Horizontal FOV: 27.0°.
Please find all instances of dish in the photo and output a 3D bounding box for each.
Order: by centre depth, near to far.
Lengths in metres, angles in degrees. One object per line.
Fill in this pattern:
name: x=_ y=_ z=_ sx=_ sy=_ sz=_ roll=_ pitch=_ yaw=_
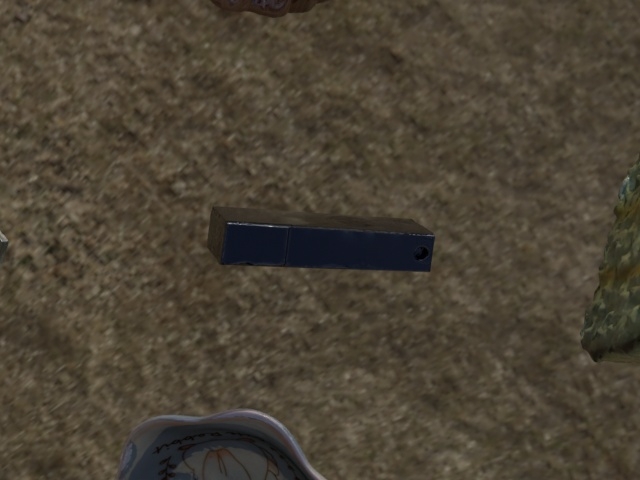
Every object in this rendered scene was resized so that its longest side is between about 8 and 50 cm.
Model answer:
dish: x=-0.073 y=0.232 z=1.177 sx=0.229 sy=0.229 sz=0.081 roll=49 pitch=24 yaw=-5

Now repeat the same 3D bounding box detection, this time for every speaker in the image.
speaker: x=0.000 y=0.000 z=1.352 sx=0.218 sy=0.082 sz=0.044 roll=3 pitch=102 yaw=-15

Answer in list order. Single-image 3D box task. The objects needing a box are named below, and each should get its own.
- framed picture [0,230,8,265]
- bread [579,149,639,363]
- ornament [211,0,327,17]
framed picture: x=-0.463 y=0.036 z=1.688 sx=0.015 sy=0.203 sz=0.150 roll=-10 pitch=44 yaw=-47
bread: x=0.440 y=-0.026 z=1.259 sx=0.264 sy=0.239 sz=0.395 roll=23 pitch=83 yaw=-12
ornament: x=-0.052 y=-0.422 z=1.667 sx=0.221 sy=0.217 sz=0.235 roll=21 pitch=41 yaw=-8
